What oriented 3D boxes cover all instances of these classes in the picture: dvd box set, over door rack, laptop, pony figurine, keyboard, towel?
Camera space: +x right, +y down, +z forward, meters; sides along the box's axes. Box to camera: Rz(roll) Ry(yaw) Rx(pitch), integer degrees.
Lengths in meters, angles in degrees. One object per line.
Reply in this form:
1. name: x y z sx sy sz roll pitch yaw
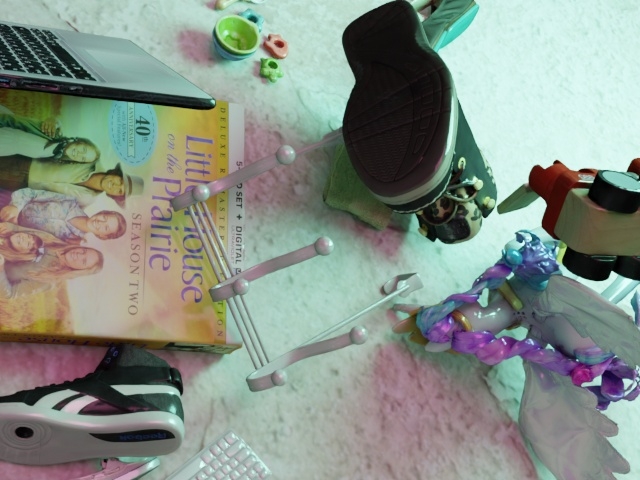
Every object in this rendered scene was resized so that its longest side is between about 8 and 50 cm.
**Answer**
1. dvd box set: -0.289 -0.037 1.016 0.420 0.062 0.307 7 72 -24
2. over door rack: 0.000 0.000 1.078 0.324 0.108 0.239 -29 100 -46
3. laptop: -0.341 -0.309 0.961 0.408 0.236 0.382 3 20 -27
4. pony figurine: 0.318 0.118 1.179 0.363 0.302 0.351 -23 42 -32
5. keyboard: -0.161 0.294 0.952 0.256 0.014 0.072 -35 81 -38
6. towel: 0.063 -0.089 1.291 0.110 0.027 0.148 26 52 -13

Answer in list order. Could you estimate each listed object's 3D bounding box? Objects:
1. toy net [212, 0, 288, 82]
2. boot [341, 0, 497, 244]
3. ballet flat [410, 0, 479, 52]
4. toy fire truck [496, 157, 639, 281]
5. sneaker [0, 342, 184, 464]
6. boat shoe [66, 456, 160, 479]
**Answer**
1. toy net: -0.095 -0.342 1.349 0.122 0.045 0.232 15 56 -19
2. boot: 0.136 -0.103 1.158 0.284 0.138 0.377 57 15 -38
3. ballet flat: 0.164 -0.329 1.455 0.096 0.095 0.280 32 41 6
4. toy fire truck: 0.345 -0.045 1.138 0.217 0.158 0.246 1 30 -23
5. sneaker: -0.252 0.164 0.955 0.217 0.079 0.121 5 38 -13
6. boat shoe: -0.215 0.239 0.945 0.100 0.035 0.035 -20 75 -28
